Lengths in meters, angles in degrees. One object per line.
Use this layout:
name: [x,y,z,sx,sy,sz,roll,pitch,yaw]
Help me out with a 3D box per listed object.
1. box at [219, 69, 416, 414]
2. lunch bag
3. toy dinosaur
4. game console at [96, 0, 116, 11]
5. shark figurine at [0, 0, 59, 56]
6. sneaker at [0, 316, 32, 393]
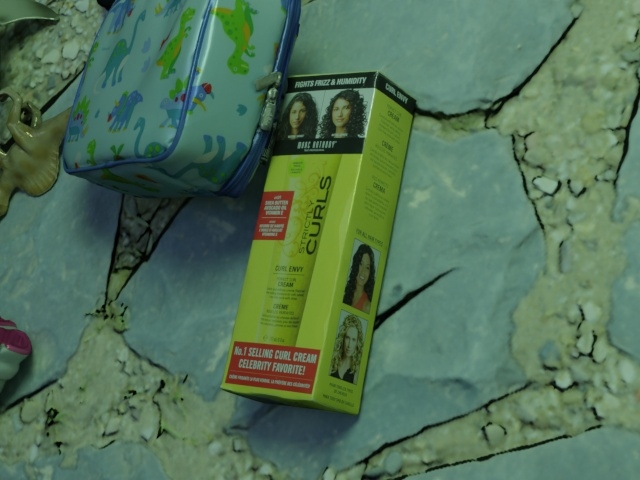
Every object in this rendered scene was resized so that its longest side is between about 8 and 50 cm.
box: [0.000,0.000,0.836,0.087,0.058,0.232,3,76,37]
lunch bag: [-0.107,-0.122,0.906,0.219,0.090,0.176,-2,72,57]
toy dinosaur: [-0.257,-0.089,1.068,0.183,0.053,0.093,-42,70,25]
game console: [-0.115,-0.361,0.977,0.293,0.173,0.250,-12,67,32]
shark figurine: [-0.335,-0.139,1.087,0.278,0.166,0.116,-91,15,-46]
sneaker: [-0.372,0.098,0.971,0.103,0.252,0.111,-129,57,-77]
